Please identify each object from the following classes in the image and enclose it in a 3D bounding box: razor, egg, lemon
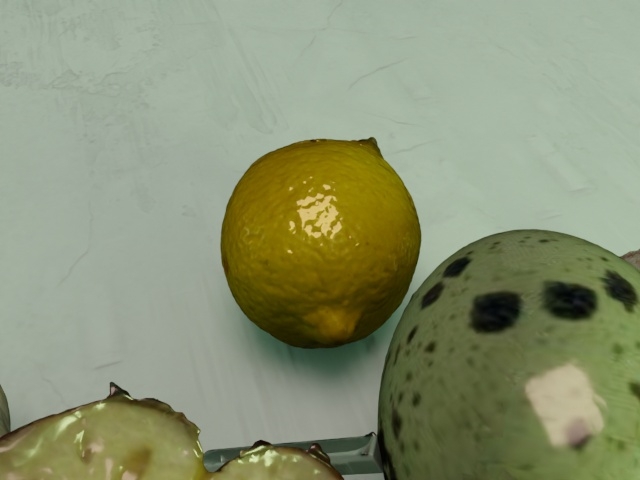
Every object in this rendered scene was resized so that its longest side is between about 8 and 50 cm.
[{"bbox_3d":[-0.069,0.213,0.767,0.278,0.056,0.111,-5,38,22],"label":"razor"},{"bbox_3d":[0.194,0.146,0.680,0.287,0.287,0.379,5,42,9],"label":"egg"},{"bbox_3d":[-0.002,0.006,0.895,0.228,0.228,0.253,6,44,10],"label":"lemon"}]

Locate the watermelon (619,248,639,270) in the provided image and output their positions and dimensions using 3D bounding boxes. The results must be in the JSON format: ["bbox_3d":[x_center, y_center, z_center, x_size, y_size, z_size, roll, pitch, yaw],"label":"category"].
[{"bbox_3d":[0.348,0.062,0.907,0.180,0.081,0.094,-26,58,27],"label":"watermelon"}]

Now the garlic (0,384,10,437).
[{"bbox_3d":[-0.430,0.212,0.714,0.322,0.241,0.322,14,42,-13],"label":"garlic"}]

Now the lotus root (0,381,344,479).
[{"bbox_3d":[-0.109,0.300,0.557,0.390,0.111,0.375,30,47,-8],"label":"lotus root"}]
